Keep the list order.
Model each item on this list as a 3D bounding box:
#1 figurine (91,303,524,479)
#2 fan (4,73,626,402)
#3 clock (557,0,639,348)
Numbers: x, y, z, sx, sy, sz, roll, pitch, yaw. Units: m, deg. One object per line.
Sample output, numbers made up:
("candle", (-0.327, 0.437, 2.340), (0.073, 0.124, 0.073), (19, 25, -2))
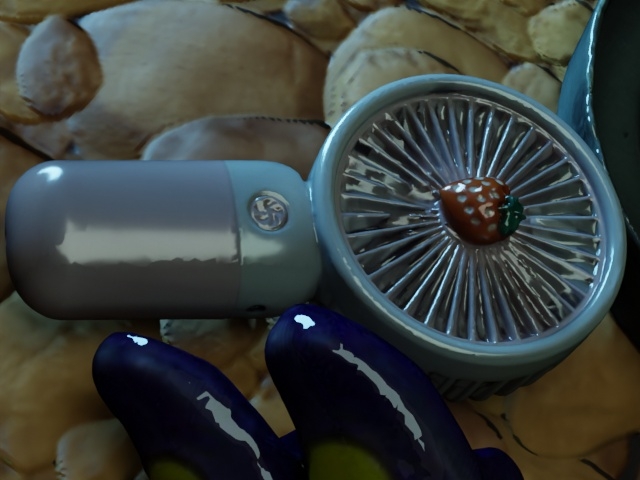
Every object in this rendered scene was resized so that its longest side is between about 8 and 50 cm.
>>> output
("figurine", (-0.089, 0.195, 0.506), (0.421, 0.154, 0.193), (-41, 115, -39))
("fan", (0.000, 0.000, 0.676), (0.244, 0.074, 0.130), (-1, 63, -18))
("clock", (0.237, -0.029, 0.780), (0.281, 0.055, 0.280), (8, 61, -14))
